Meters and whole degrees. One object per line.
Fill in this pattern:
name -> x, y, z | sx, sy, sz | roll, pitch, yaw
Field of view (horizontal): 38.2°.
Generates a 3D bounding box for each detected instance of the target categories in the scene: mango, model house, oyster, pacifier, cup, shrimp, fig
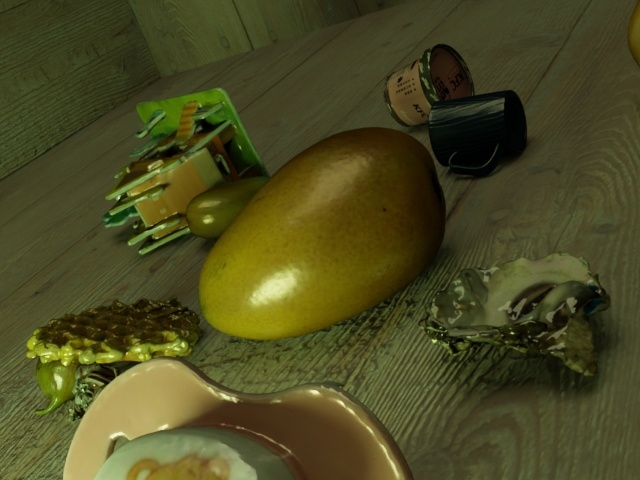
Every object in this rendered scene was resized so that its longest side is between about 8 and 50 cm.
mango -> 0.000, 0.000, 1.246 | 0.378, 0.221, 0.264 | -34, 25, 0
mango -> -0.164, -0.066, 1.744 | 0.194, 0.092, 0.130 | -25, 19, -20
model house -> -0.345, -0.132, 1.903 | 0.357, 0.242, 0.313 | 3, 35, 47
oyster -> 0.217, 0.076, 1.014 | 0.214, 0.083, 0.223 | -3, 23, 35
pacifier -> -0.065, 0.222, 0.747 | 0.332, 0.220, 0.273 | 5, 32, 27
cup -> 0.271, -0.175, 1.572 | 0.138, 0.150, 0.113 | -7, -9, 32
shrimp -> -0.300, 0.211, 1.236 | 0.073, 0.075, 0.190 | 6, 24, -17
fig -> -0.375, 0.202, 1.344 | 0.084, 0.082, 0.098 | -6, 63, 6

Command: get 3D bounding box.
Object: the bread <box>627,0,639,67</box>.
bread -> 0.682, -0.403, 1.478 | 0.348, 0.253, 0.376 | -2, 30, 37

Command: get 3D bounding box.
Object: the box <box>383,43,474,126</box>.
box -> 0.215, -0.306, 1.875 | 0.135, 0.151, 0.151 | -15, 20, 41

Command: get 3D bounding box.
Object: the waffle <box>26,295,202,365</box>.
waffle -> -0.288, 0.131, 1.316 | 0.237, 0.059, 0.243 | 0, 9, -6
